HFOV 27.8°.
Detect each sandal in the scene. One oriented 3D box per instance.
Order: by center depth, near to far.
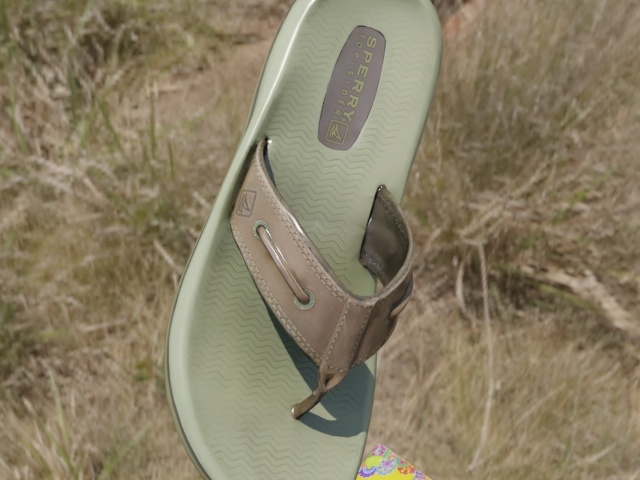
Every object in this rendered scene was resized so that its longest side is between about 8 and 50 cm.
[{"bbox_3d":[-0.001,-0.002,0.667,0.120,0.086,0.303,13,86,-22],"label":"sandal"}]

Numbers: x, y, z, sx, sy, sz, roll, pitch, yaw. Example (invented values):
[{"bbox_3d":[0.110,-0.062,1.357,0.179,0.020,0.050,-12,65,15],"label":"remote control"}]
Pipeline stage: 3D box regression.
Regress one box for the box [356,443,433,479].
[{"bbox_3d":[0.092,0.468,1.610,0.290,0.279,0.177,-46,33,-12],"label":"box"}]
